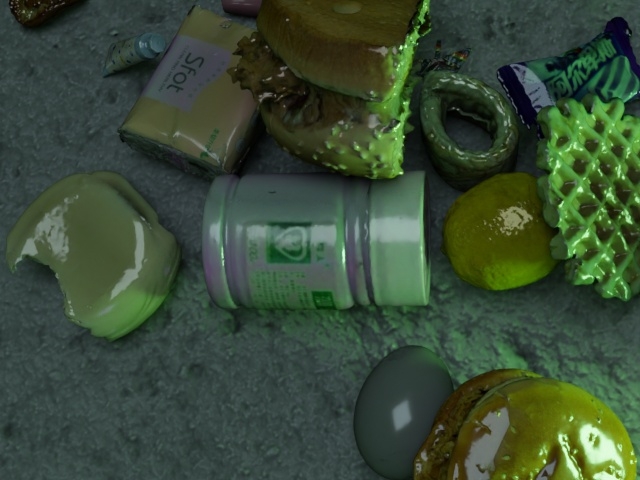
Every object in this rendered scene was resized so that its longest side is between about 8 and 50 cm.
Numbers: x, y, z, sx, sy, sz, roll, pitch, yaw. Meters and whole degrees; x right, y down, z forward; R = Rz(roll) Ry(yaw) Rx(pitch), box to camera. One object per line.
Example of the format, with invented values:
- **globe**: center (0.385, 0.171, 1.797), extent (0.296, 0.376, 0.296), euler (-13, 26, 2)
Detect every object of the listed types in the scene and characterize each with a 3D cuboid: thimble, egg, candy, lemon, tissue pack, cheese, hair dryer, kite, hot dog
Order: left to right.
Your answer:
- **hot dog**: center (-0.473, -0.431, 2.051), extent (0.147, 0.065, 0.099), euler (-29, 82, -2)
- **cheese**: center (-0.356, 0.020, 1.876), extent (0.233, 0.127, 0.266), euler (-40, 71, -3)
- **tissue pack**: center (-0.174, -0.230, 1.918), extent (0.215, 0.123, 0.257), euler (23, 70, 15)
- **hair dryer**: center (-0.100, -0.449, 2.012), extent (0.106, 0.054, 0.154), euler (7, 66, 15)
- **egg**: center (0.124, 0.250, 1.725), extent (0.146, 0.146, 0.199), euler (17, 74, 13)
- **kite**: center (0.193, -0.287, 1.935), extent (0.122, 0.004, 0.090), euler (-6, 75, 7)
- **thimble**: center (0.221, -0.169, 1.825), extent (0.137, 0.143, 0.190), euler (-41, 73, -3)
- **lemon**: center (0.276, -0.012, 1.756), extent (0.193, 0.180, 0.181), euler (-14, 73, -4)
- **candy**: center (0.403, -0.245, 1.818), extent (0.275, 0.070, 0.145), euler (-25, 79, -26)

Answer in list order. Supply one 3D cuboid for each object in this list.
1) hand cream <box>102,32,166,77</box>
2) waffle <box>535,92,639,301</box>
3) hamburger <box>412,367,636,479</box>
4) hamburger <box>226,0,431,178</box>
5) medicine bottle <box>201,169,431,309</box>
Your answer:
- **hand cream**: center (-0.314, -0.313, 1.965), extent (0.170, 0.043, 0.065), euler (-3, 68, 50)
- **waffle**: center (0.422, -0.062, 1.727), extent (0.056, 0.291, 0.309), euler (-20, 75, 48)
- **hamburger**: center (0.292, 0.333, 1.631), extent (0.314, 0.170, 0.290), euler (23, 84, -23)
- **hamburger**: center (0.014, -0.253, 1.742), extent (0.286, 0.445, 0.268), euler (8, 118, 6)
- **medicine bottle**: center (0.000, 0.000, 1.781), extent (0.325, 0.212, 0.212), euler (-1, 75, 8)
